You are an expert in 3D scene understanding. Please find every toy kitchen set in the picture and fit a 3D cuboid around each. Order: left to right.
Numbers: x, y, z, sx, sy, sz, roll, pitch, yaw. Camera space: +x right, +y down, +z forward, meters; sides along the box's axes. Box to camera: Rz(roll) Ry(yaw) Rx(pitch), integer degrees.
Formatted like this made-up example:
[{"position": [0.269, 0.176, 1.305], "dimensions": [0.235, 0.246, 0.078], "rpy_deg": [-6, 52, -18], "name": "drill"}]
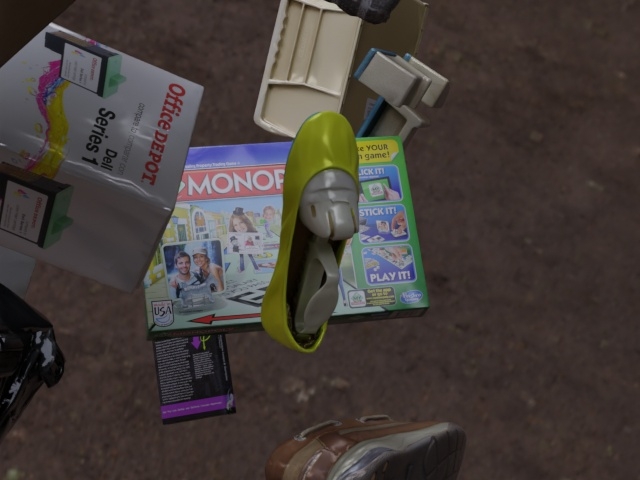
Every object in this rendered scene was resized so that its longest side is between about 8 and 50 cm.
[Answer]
[{"position": [0.040, -0.140, 1.620], "dimensions": [0.122, 0.207, 0.166], "rpy_deg": [36, 16, 16], "name": "toy kitchen set"}]

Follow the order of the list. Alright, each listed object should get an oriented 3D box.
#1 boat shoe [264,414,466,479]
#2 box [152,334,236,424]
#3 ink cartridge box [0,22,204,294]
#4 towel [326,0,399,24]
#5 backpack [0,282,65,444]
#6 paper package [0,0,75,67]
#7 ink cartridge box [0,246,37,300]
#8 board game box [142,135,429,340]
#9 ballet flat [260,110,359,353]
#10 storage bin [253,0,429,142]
[{"position": [0.053, 0.222, 1.330], "dimensions": [0.116, 0.123, 0.324], "rpy_deg": [19, 0, 26], "name": "boat shoe"}, {"position": [-0.178, 0.167, 1.846], "dimensions": [0.029, 0.116, 0.162], "rpy_deg": [1, 78, -55], "name": "box"}, {"position": [-0.260, -0.098, 1.207], "dimensions": [0.278, 0.117, 0.201], "rpy_deg": [22, 39, -12], "name": "ink cartridge box"}, {"position": [0.017, -0.289, 0.869], "dimensions": [0.235, 0.121, 0.283], "rpy_deg": [35, 52, 5], "name": "towel"}, {"position": [-0.354, 0.158, 0.807], "dimensions": [0.273, 0.355, 0.290], "rpy_deg": [24, -2, 3], "name": "backpack"}, {"position": [-0.229, -0.299, 0.928], "dimensions": [0.168, 0.309, 0.325], "rpy_deg": [38, 66, 11], "name": "paper package"}, {"position": [-0.494, -0.025, 1.464], "dimensions": [0.226, 0.131, 0.306], "rpy_deg": [11, -8, 43], "name": "ink cartridge box"}, {"position": [-0.049, -0.006, 1.515], "dimensions": [0.317, 0.046, 0.213], "rpy_deg": [-5, 73, -12], "name": "board game box"}, {"position": [0.000, 0.000, 1.214], "dimensions": [0.077, 0.231, 0.077], "rpy_deg": [2, 25, -27], "name": "ballet flat"}, {"position": [0.034, -0.250, 1.895], "dimensions": [0.123, 0.260, 0.262], "rpy_deg": [16, 4, 20], "name": "storage bin"}]
